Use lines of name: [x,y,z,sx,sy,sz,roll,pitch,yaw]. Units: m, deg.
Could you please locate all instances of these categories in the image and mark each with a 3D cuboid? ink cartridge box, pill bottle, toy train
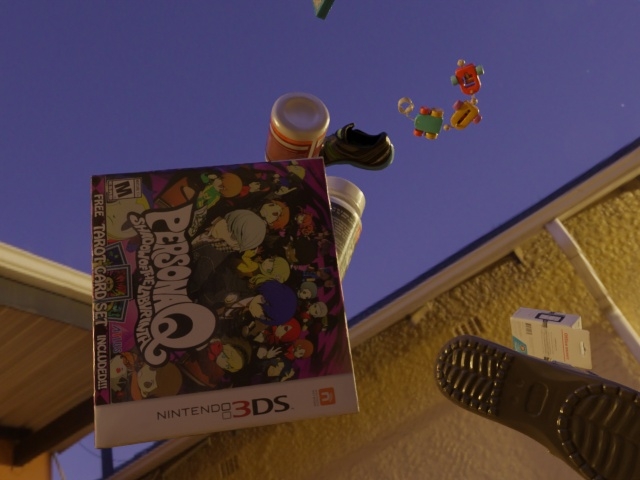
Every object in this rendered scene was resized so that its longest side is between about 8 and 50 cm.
ink cartridge box: [0.253,0.104,0.583,0.028,0.083,0.048,-28,-68,-39]
pill bottle: [-0.041,-0.151,0.841,0.086,0.086,0.152,-9,-24,-17]
toy train: [0.238,-0.265,1.022,0.166,0.046,0.125,-21,-64,26]
pill bottle: [0.000,0.000,1.225,0.161,0.283,0.161,16,-34,11]

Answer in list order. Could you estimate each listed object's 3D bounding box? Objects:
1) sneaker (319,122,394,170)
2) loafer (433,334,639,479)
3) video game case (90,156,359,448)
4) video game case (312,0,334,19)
sneaker: [0.031,-0.165,0.918,0.188,0.067,0.078,6,-42,17]
loafer: [0.138,0.094,0.300,0.050,0.148,0.056,17,-81,-63]
video game case: [-0.086,0.046,0.470,0.211,0.231,0.042,-5,-16,-7]
video game case: [0.030,-0.368,0.650,0.015,0.119,0.166,15,-46,-24]
